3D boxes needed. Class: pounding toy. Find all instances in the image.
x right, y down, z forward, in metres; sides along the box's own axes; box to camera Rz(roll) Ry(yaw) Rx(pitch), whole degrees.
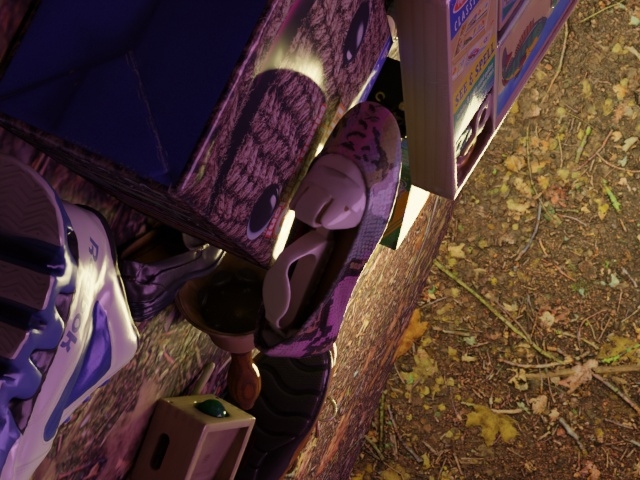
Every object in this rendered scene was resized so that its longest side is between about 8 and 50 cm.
[{"bbox_3d":[-0.152,0.229,1.168,0.130,0.100,0.141,11,101,-62],"label":"pounding toy"}]

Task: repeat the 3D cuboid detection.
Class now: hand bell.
[{"bbox_3d":[-0.087,0.117,1.081,0.126,0.126,0.242,-57,161,-33],"label":"hand bell"}]

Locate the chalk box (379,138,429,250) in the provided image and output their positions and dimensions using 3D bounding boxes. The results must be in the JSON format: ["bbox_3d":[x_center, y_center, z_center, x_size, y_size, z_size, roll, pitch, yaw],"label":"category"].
[{"bbox_3d":[0.089,-0.116,1.383,0.132,0.132,0.213,-56,163,-37],"label":"chalk box"}]

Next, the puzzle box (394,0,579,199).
[{"bbox_3d":[0.198,-0.271,0.958,0.409,0.052,0.272,-56,154,-24],"label":"puzzle box"}]

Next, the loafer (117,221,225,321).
[{"bbox_3d":[-0.130,0.004,0.892,0.170,0.062,0.061,-52,157,-49],"label":"loafer"}]

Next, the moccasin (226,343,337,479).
[{"bbox_3d":[-0.064,0.269,1.445,0.147,0.139,0.380,-47,158,-57],"label":"moccasin"}]

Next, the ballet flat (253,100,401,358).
[{"bbox_3d":[0.000,0.000,0.758,0.079,0.077,0.221,-9,126,-51],"label":"ballet flat"}]

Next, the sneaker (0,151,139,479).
[{"bbox_3d":[-0.201,0.106,0.635,0.315,0.128,0.182,-68,165,4],"label":"sneaker"}]

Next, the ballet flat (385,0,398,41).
[{"bbox_3d":[0.119,-0.307,1.340,0.173,0.049,0.057,-50,159,-50],"label":"ballet flat"}]

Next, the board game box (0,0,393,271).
[{"bbox_3d":[-0.070,-0.125,0.713,0.232,0.141,0.291,-64,167,-5],"label":"board game box"}]

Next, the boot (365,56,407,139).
[{"bbox_3d":[0.033,-0.139,1.008,0.236,0.179,0.085,-52,161,-48],"label":"boot"}]
